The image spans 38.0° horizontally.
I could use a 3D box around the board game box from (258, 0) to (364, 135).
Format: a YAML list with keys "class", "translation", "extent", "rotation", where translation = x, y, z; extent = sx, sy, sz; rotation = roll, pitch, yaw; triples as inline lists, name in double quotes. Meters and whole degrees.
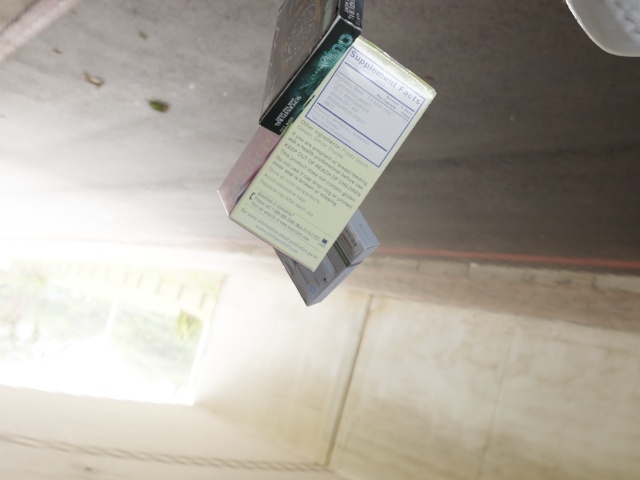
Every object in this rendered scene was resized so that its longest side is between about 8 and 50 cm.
- class: "board game box"
  translation: [-0.004, -0.192, 0.809]
  extent: [0.026, 0.186, 0.126]
  rotation: [27, 131, -20]

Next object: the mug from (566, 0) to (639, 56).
- class: "mug"
  translation: [0.413, -0.380, 1.027]
  extent: [0.374, 0.276, 0.328]
  rotation: [27, 140, -37]

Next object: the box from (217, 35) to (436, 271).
- class: "box"
  translation: [-0.004, -0.112, 1.097]
  extent: [0.117, 0.243, 0.213]
  rotation: [34, -176, -14]

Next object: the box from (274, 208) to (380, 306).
- class: "box"
  translation: [0.000, 0.000, 1.496]
  extent: [0.038, 0.145, 0.186]
  rotation: [-14, 156, -42]
